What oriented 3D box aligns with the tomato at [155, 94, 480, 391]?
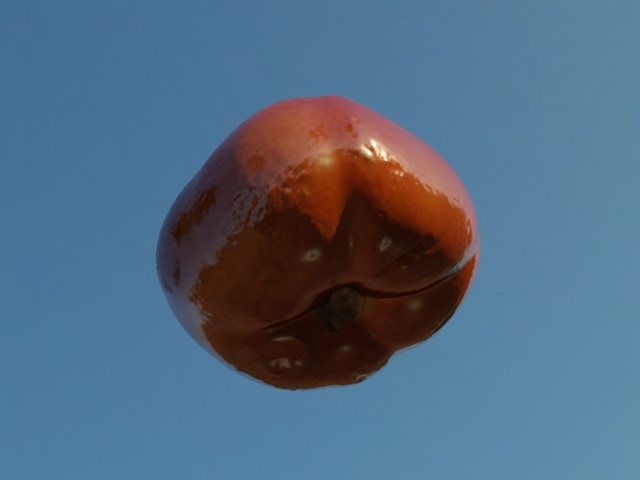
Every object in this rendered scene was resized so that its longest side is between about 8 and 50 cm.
[{"bbox_3d":[0.002,-0.003,1.048,0.260,0.180,0.260,-13,-37,-10],"label":"tomato"}]
